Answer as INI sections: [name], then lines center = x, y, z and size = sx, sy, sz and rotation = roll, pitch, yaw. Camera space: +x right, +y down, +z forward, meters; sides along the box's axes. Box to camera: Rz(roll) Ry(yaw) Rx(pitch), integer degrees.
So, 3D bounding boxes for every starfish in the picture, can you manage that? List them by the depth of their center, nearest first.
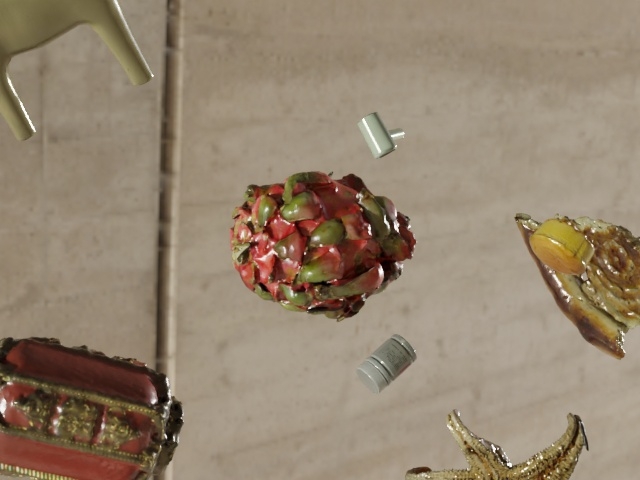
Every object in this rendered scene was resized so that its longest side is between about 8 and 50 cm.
[starfish]
center = 0.292, 0.376, 1.749
size = 0.303, 0.312, 0.113
rotation = -38, -171, 22

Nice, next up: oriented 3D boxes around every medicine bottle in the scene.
[medicine bottle]
center = 0.110, 0.205, 1.861
size = 0.091, 0.058, 0.058
rotation = -40, -147, -19

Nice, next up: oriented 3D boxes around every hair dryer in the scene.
[hair dryer]
center = 0.102, -0.162, 1.687
size = 0.038, 0.063, 0.124
rotation = -29, 177, 27

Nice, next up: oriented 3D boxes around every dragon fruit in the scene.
[dragon fruit]
center = 0.001, 0.004, 1.832
size = 0.302, 0.231, 0.237
rotation = 10, -169, -7

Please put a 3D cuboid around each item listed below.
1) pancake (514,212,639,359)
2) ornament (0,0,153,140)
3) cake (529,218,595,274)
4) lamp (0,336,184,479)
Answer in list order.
[pancake]
center = 0.401, 0.069, 1.681
size = 0.056, 0.212, 0.257
rotation = -20, -159, -28
[ornament]
center = -0.319, -0.221, 1.127
size = 0.230, 0.245, 0.061
rotation = -28, -143, -5
[cake]
center = 0.314, 0.010, 1.460
size = 0.084, 0.044, 0.084
rotation = 34, 164, 11
[lamp]
center = -0.310, 0.214, 1.380
size = 0.273, 0.177, 0.177
rotation = 16, -170, -20
